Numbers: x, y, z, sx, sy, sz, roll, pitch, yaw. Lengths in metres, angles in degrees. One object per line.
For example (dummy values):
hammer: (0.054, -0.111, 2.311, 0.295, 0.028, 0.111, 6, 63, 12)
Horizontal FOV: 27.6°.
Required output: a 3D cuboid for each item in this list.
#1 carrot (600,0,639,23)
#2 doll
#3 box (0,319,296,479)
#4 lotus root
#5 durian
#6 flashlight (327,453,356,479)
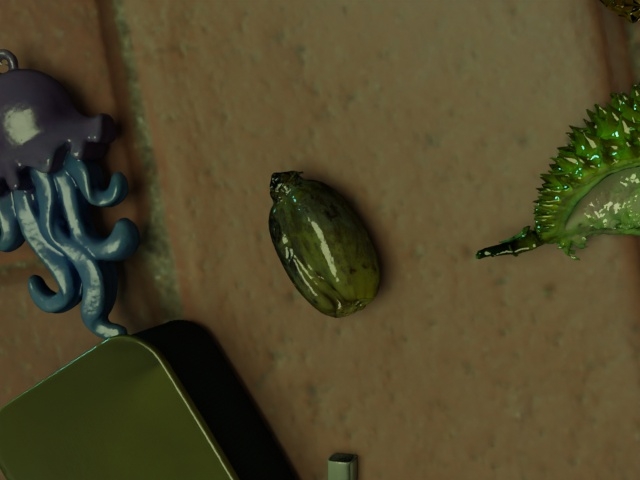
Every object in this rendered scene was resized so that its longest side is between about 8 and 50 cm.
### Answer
carrot: (0.122, -0.223, 0.714, 0.069, 0.069, 0.228, -37, 83, 21)
doll: (-0.175, -0.028, 0.851, 0.110, 0.067, 0.206, -20, 89, 11)
box: (-0.099, 0.161, 0.837, 0.144, 0.090, 0.201, -34, 85, 22)
lotus root: (0.000, 0.000, 0.798, 0.054, 0.049, 0.099, -31, 87, 30)
durian: (0.187, -0.033, 0.714, 0.215, 0.086, 0.100, -4, 110, 19)
flashlight: (0.014, 0.179, 0.836, 0.018, 0.018, 0.083, 2, 99, 19)
